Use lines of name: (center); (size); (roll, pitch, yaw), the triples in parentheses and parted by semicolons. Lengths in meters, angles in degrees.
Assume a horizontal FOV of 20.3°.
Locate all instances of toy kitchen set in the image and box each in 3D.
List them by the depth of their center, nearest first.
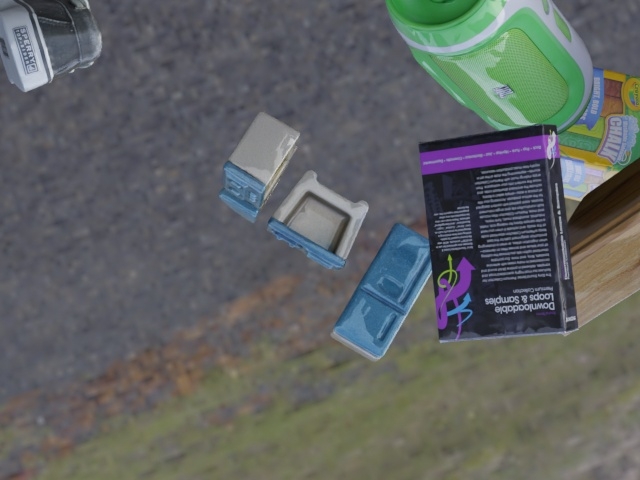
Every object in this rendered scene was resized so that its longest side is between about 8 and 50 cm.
toy kitchen set: (0.000, 0.000, 1.604); (0.122, 0.207, 0.166); (-60, 179, -10)

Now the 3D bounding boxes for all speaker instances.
speaker: (0.163, -0.192, 1.683); (0.131, 0.131, 0.296); (-26, 155, 16)

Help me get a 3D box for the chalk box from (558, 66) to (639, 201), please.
chalk box: (0.342, -0.129, 2.220); (0.213, 0.132, 0.132); (12, 161, 4)

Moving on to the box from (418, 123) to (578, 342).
box: (0.138, -0.004, 1.397); (0.116, 0.162, 0.029); (-6, 178, 36)

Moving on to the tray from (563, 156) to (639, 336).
tray: (0.393, -0.073, 1.771); (0.411, 0.076, 0.203); (-39, -174, 40)

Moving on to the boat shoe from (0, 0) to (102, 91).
boat shoe: (-0.202, -0.154, 1.313); (0.070, 0.077, 0.219); (-17, -160, -11)
